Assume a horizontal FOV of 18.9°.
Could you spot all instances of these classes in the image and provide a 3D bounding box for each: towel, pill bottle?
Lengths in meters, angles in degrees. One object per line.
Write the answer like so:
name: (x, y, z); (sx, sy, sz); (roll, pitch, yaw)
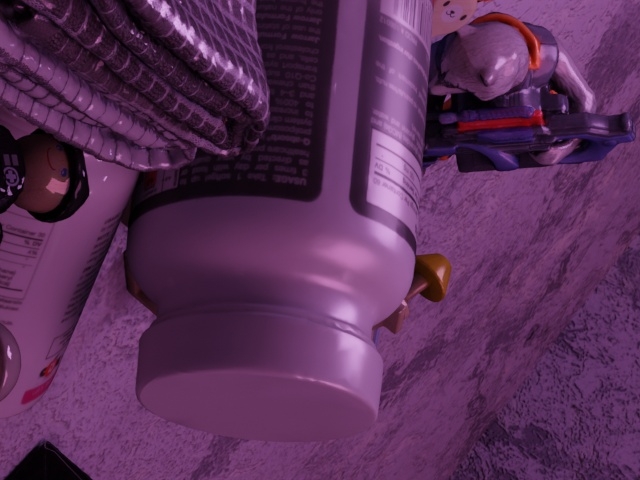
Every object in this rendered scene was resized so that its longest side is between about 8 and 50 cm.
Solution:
towel: (-0.126, -0.187, 1.104); (0.121, 0.235, 0.284); (-13, 162, 18)
pill bottle: (-0.031, -0.051, 1.397); (0.210, 0.210, 0.363); (69, 25, -67)
pill bottle: (-0.221, -0.027, 1.348); (0.160, 0.160, 0.283); (-21, 144, -55)

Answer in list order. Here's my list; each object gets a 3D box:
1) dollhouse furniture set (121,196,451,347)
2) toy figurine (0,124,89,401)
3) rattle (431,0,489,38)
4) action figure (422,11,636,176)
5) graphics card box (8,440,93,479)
dollhouse furniture set: (0.000, 0.000, 1.662); (0.198, 0.303, 0.286); (-42, 157, -25)
toy figurine: (-0.264, -0.013, 1.192); (0.148, 0.209, 0.213); (-1, 116, -50)
rattle: (0.105, -0.189, 1.684); (0.200, 0.143, 0.130); (-6, 123, -19)
action figure: (0.127, -0.144, 1.904); (0.330, 0.341, 0.178); (93, -6, -80)
graphics card box: (-0.285, 0.367, 1.962); (0.233, 0.094, 0.371); (-47, 160, -13)
